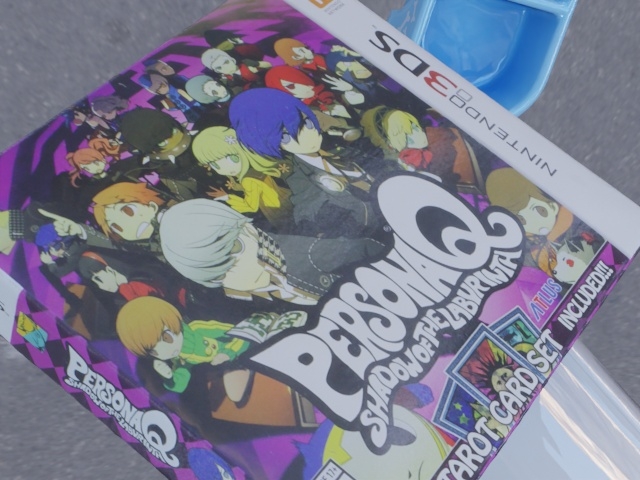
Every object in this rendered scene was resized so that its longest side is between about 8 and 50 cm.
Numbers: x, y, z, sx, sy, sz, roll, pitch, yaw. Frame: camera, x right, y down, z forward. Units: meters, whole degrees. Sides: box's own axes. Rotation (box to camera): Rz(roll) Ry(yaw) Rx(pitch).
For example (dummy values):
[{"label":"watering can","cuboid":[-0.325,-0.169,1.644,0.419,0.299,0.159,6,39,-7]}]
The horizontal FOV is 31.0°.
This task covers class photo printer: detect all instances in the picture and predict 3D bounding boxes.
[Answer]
[{"label":"photo printer","cuboid":[0.115,0.102,0.663,0.107,0.256,0.307,-41,73,3]}]

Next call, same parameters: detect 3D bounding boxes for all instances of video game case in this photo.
[{"label":"video game case","cuboid":[0.000,0.000,0.463,0.210,0.041,0.232,38,50,10]}]

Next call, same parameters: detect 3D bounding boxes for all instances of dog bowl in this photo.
[{"label":"dog bowl","cuboid":[0.164,-0.238,1.078,0.166,0.074,0.297,14,113,-11]}]
